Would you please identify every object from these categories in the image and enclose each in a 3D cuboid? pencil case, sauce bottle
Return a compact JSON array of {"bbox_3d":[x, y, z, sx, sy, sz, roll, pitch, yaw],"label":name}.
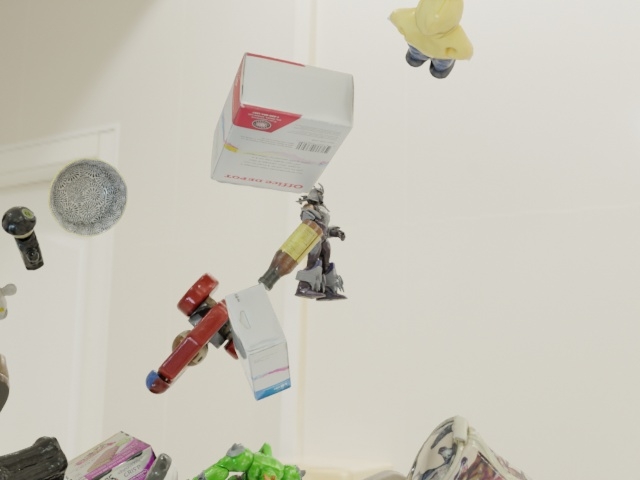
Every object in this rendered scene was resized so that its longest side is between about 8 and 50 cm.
[{"bbox_3d":[0.312,0.439,1.267,0.410,0.183,0.160,39,23,-3],"label":"pencil case"},{"bbox_3d":[-0.049,0.023,1.322,0.042,0.128,0.042,38,-17,14],"label":"sauce bottle"}]

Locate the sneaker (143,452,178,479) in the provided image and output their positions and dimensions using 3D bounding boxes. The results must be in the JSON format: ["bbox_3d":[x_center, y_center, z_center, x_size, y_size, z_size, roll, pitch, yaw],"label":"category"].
[{"bbox_3d":[-0.188,0.408,1.102,0.144,0.270,0.090,21,20,0],"label":"sneaker"}]

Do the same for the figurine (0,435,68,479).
[{"bbox_3d":[-0.370,0.353,0.972,0.209,0.215,0.092,-11,-37,-48],"label":"figurine"}]

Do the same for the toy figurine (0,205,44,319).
[{"bbox_3d":[-0.619,0.023,1.495,0.213,0.210,0.148,20,-35,8],"label":"toy figurine"}]

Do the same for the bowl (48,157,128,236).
[{"bbox_3d":[-0.507,-0.099,1.806,0.170,0.170,0.080,7,9,-33],"label":"bowl"}]

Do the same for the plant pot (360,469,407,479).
[{"bbox_3d":[0.079,0.578,1.522,0.280,0.323,0.323,-32,11,-32],"label":"plant pot"}]

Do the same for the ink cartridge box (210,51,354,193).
[{"bbox_3d":[-0.085,-0.225,1.694,0.226,0.131,0.306,8,-23,-16],"label":"ink cartridge box"}]

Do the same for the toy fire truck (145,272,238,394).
[{"bbox_3d":[-0.256,0.216,1.743,0.169,0.254,0.302,41,-9,-1],"label":"toy fire truck"}]

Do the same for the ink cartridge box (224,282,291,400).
[{"bbox_3d":[-0.075,0.124,1.023,0.052,0.089,0.122,-19,-34,-11],"label":"ink cartridge box"}]

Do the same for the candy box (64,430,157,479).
[{"bbox_3d":[-0.431,0.468,1.710,0.159,0.071,0.233,-28,8,-27],"label":"candy box"}]

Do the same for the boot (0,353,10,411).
[{"bbox_3d":[-0.736,0.362,1.766,0.112,0.305,0.115,28,21,-29],"label":"boot"}]

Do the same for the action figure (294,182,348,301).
[{"bbox_3d":[0.000,0.000,2.014,0.099,0.285,0.185,-8,-13,29],"label":"action figure"}]

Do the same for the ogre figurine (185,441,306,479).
[{"bbox_3d":[-0.112,0.397,1.369,0.197,0.118,0.097,31,12,-4],"label":"ogre figurine"}]

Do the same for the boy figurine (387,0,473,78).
[{"bbox_3d":[0.206,-0.393,1.572,0.177,0.092,0.285,27,-5,9],"label":"boy figurine"}]
